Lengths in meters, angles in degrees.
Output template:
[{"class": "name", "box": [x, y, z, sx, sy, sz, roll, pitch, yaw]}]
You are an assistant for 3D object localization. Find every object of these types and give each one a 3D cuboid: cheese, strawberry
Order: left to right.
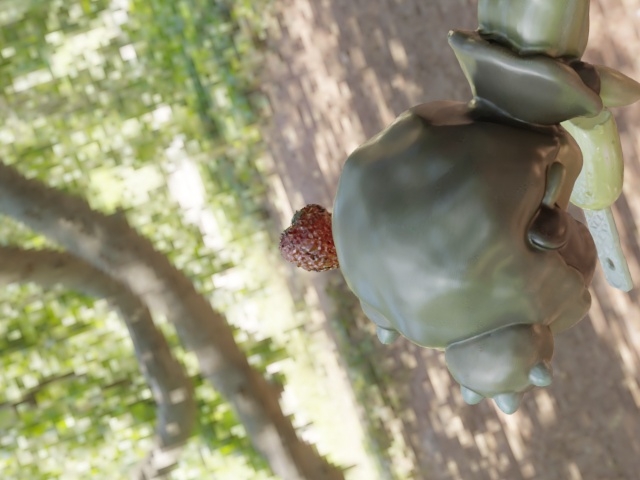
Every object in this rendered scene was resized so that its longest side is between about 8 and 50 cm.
[{"class": "strawberry", "box": [0.000, 0.000, 1.959, 0.083, 0.096, 0.083, 10, -90, -77]}, {"class": "cheese", "box": [0.293, -0.057, 1.744, 0.127, 0.050, 0.255, 18, 135, 60]}]

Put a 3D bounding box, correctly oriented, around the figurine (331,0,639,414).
[{"class": "figurine", "box": [0.133, -0.070, 1.276, 0.248, 0.203, 0.380, 32, 111, 51]}]
